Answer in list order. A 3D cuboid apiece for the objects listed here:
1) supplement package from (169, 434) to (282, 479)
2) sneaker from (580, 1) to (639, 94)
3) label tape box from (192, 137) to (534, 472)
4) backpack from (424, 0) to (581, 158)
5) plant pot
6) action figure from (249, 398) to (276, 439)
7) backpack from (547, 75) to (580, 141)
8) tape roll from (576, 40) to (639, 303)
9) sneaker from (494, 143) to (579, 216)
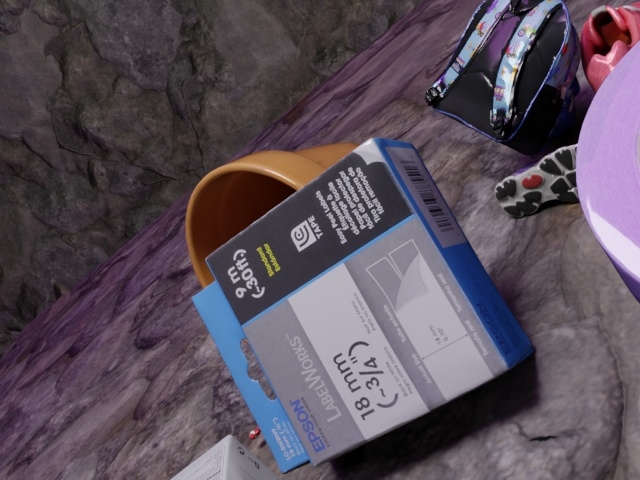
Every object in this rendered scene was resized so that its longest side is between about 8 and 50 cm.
[{"bbox_3d":[-0.054,0.292,0.515,0.149,0.194,0.203,-40,18,11],"label":"supplement package"},{"bbox_3d":[0.378,-0.243,0.899,0.116,0.136,0.313,-29,23,33],"label":"sneaker"},{"bbox_3d":[0.002,0.089,0.754,0.334,0.240,0.106,-34,-11,26],"label":"label tape box"},{"bbox_3d":[0.234,-0.206,0.890,0.158,0.117,0.173,39,109,45],"label":"backpack"},{"bbox_3d":[0.000,0.000,0.970,0.291,0.290,0.203,-23,10,46],"label":"plant pot"},{"bbox_3d":[-0.044,0.210,0.923,0.115,0.038,0.030,-40,2,7],"label":"action figure"},{"bbox_3d":[0.292,-0.196,0.991,0.101,0.120,0.098,-30,-21,32],"label":"backpack"},{"bbox_3d":[0.321,-0.053,0.495,0.275,0.090,0.274,-19,53,28],"label":"tape roll"},{"bbox_3d":[0.279,-0.085,0.871,0.170,0.068,0.071,-18,25,53],"label":"sneaker"}]
